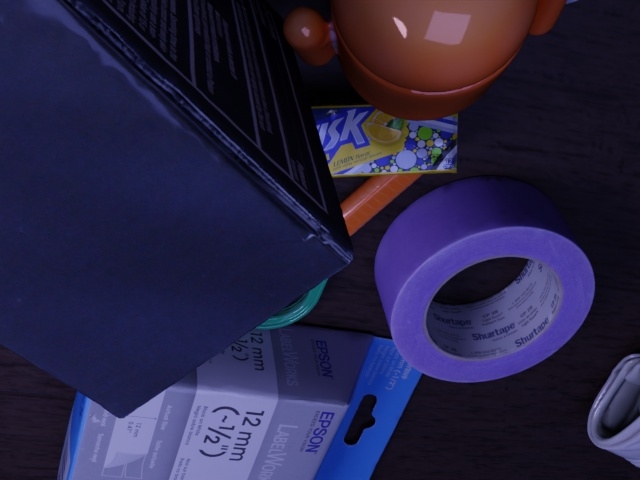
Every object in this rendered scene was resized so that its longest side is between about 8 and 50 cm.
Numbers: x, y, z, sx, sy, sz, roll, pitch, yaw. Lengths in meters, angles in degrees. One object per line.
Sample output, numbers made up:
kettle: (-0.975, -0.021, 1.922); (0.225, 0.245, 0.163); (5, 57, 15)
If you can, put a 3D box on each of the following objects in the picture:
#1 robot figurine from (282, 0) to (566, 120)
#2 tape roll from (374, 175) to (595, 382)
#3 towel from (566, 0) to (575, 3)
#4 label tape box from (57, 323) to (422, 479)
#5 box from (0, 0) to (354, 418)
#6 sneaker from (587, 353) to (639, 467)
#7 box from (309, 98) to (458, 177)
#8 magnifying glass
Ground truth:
robot figurine: (0.071, -0.149, 0.563); (0.158, 0.219, 0.128); (25, 91, 3)
tape roll: (0.149, 0.039, 0.806); (0.189, 0.080, 0.188); (-5, 128, -7)
towel: (0.204, -0.305, 0.446); (0.332, 0.053, 0.317); (-24, 137, 27)
label tape box: (-0.074, 0.205, 0.875); (0.348, 0.115, 0.249); (11, 125, -16)
box: (-0.156, -0.109, 0.494); (0.183, 0.296, 0.294); (-36, 125, 17)
sneaker: (0.427, 0.155, 0.931); (0.169, 0.108, 0.292); (25, 121, -30)
box: (0.021, -0.082, 0.692); (0.169, 0.054, 0.059); (-3, 104, -8)
magnifying glass: (0.000, 0.000, 0.784); (0.231, 0.026, 0.092); (-40, 120, 21)
